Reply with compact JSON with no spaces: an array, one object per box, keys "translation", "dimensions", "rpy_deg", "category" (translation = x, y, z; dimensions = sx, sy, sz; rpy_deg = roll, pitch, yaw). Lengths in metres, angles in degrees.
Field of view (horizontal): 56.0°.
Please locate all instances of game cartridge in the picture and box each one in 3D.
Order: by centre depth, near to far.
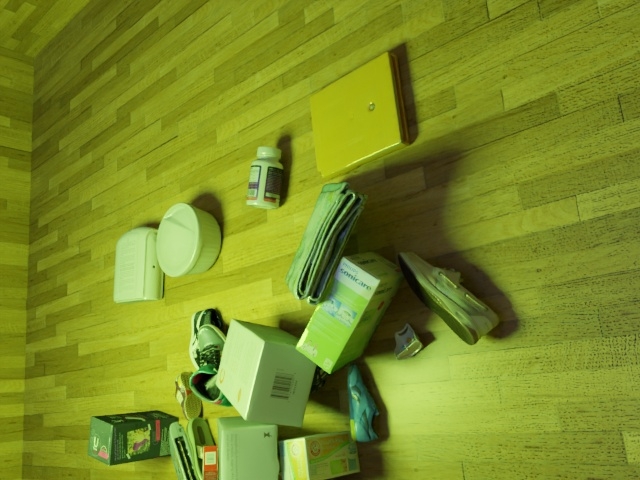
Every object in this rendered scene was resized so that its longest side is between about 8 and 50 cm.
[{"translation":[0.106,-0.357,1.769],"dimensions":[0.324,0.053,0.285],"rpy_deg":[-19,71,43],"category":"game cartridge"},{"translation":[-0.456,0.795,2.055],"dimensions":[0.297,0.062,0.198],"rpy_deg":[59,147,35],"category":"game cartridge"}]

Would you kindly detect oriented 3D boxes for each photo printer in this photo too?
[{"translation":[-0.742,0.098,2.458],"dimensions":[0.256,0.107,0.307],"rpy_deg":[-11,75,42],"category":"photo printer"}]

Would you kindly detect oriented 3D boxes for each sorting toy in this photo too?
[{"translation":[0.224,0.257,1.562],"dimensions":[0.083,0.045,0.075],"rpy_deg":[-47,47,29],"category":"sorting toy"}]

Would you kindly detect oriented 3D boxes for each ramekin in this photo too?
[{"translation":[-0.477,0.002,2.208],"dimensions":[0.273,0.127,0.272],"rpy_deg":[-8,78,43],"category":"ramekin"}]

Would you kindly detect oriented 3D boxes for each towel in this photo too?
[{"translation":[0.000,0.000,1.632],"dimensions":[0.320,0.090,0.374],"rpy_deg":[-65,7,0],"category":"towel"}]

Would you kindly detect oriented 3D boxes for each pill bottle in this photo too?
[{"translation":[-0.179,-0.204,1.970],"dimensions":[0.108,0.108,0.193],"rpy_deg":[5,87,44],"category":"pill bottle"}]

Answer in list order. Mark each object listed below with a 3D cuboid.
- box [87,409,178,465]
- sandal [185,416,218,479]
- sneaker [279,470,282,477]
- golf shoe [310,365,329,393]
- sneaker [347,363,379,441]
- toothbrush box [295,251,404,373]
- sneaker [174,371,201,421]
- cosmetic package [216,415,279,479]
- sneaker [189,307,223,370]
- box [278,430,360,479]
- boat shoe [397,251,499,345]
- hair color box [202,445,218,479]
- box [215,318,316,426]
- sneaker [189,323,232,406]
[{"translation":[-0.678,0.712,2.186],"dimensions":[0.165,0.270,0.143],"rpy_deg":[-1,82,44],"category":"box"},{"translation":[-0.365,0.715,2.002],"dimensions":[0.086,0.120,0.302],"rpy_deg":[-40,57,16],"category":"sandal"},{"translation":[-0.078,0.687,1.786],"dimensions":[0.109,0.040,0.043],"rpy_deg":[-41,74,36],"category":"sneaker"},{"translation":[-0.008,0.363,1.728],"dimensions":[0.077,0.094,0.198],"rpy_deg":[45,112,39],"category":"golf shoe"},{"translation":[0.117,0.436,1.628],"dimensions":[0.082,0.069,0.209],"rpy_deg":[-9,65,9],"category":"sneaker"},{"translation":[0.084,0.182,1.574],"dimensions":[0.122,0.206,0.283],"rpy_deg":[32,106,22],"category":"toothbrush box"},{"translation":[-0.483,0.572,2.171],"dimensions":[0.084,0.070,0.185],"rpy_deg":[-47,48,39],"category":"sneaker"},{"translation":[-0.215,0.622,1.715],"dimensions":[0.385,0.156,0.217],"rpy_deg":[127,141,-73],"category":"cosmetic package"},{"translation":[-0.396,0.345,2.109],"dimensions":[0.121,0.079,0.216],"rpy_deg":[-22,69,39],"category":"sneaker"},{"translation":[-0.002,0.578,1.610],"dimensions":[0.103,0.203,0.114],"rpy_deg":[-22,69,39],"category":"box"},{"translation":[0.306,0.121,1.474],"dimensions":[0.098,0.109,0.302],"rpy_deg":[-34,51,-11],"category":"boat shoe"},{"translation":[-0.320,0.655,1.746],"dimensions":[0.141,0.043,0.072],"rpy_deg":[106,161,-51],"category":"hair color box"},{"translation":[-0.162,0.370,1.730],"dimensions":[0.345,0.168,0.215],"rpy_deg":[9,85,67],"category":"box"},{"translation":[-0.363,0.410,1.964],"dimensions":[0.124,0.178,0.295],"rpy_deg":[-33,71,15],"category":"sneaker"}]
